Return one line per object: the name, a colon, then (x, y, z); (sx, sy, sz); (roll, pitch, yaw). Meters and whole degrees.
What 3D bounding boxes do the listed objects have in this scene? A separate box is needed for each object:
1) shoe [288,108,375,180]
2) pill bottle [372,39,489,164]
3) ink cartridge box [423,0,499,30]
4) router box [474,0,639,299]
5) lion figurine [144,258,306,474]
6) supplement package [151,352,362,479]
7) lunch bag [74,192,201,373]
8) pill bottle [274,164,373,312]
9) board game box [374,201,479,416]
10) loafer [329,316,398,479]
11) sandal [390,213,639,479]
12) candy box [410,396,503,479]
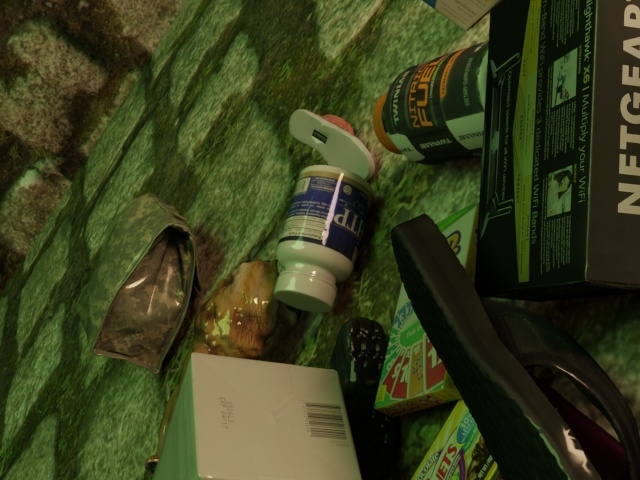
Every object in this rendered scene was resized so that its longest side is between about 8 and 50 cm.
shoe: (0.036, -0.146, 1.420); (0.178, 0.081, 0.064); (39, 116, 33)
pill bottle: (0.165, -0.162, 1.131); (0.245, 0.130, 0.131); (-6, 61, 59)
ink cartridge box: (0.224, -0.406, 1.236); (0.231, 0.134, 0.078); (-39, 35, 40)
router box: (0.228, -0.102, 0.858); (0.243, 0.081, 0.309); (155, 120, -77)
lion figurine: (-0.167, 0.216, 1.375); (0.392, 0.142, 0.240); (-52, 22, 30)
supplement package: (-0.091, 0.297, 1.041); (0.178, 0.175, 0.293); (-104, 29, -51)
lunch bag: (-0.330, 0.065, 1.756); (0.287, 0.168, 0.235); (-65, 27, 6)
pill bottle: (0.000, 0.000, 1.296); (0.112, 0.112, 0.187); (-15, 54, 56)
board game box: (0.134, 0.069, 1.068); (0.124, 0.039, 0.260); (-30, 35, 52)
loafer: (0.046, 0.200, 1.094); (0.078, 0.076, 0.223); (121, 155, -52)
sandal: (0.186, 0.124, 0.810); (0.107, 0.168, 0.446); (-21, 46, -5)
candy box: (0.137, 0.243, 0.936); (0.206, 0.027, 0.105); (-60, 24, 5)
